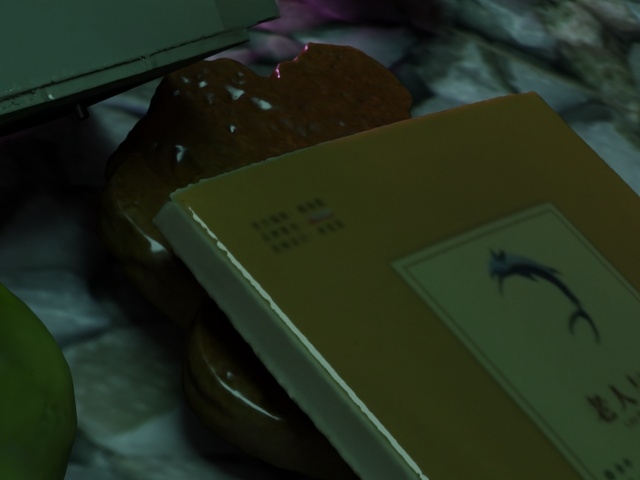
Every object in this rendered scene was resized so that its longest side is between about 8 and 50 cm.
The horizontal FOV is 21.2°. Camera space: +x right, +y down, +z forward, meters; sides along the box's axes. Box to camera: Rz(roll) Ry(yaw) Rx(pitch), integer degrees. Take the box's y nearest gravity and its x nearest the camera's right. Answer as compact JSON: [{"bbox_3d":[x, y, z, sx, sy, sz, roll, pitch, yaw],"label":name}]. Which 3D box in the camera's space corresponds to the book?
[{"bbox_3d":[0.139,0.090,0.712,0.269,0.032,0.389,-17,58,-46],"label":"book"}]

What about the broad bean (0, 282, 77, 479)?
[{"bbox_3d":[-0.195,0.088,0.514,0.238,0.119,0.291,40,41,23],"label":"broad bean"}]

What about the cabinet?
[{"bbox_3d":[-0.153,-0.113,0.725,0.206,0.145,0.150,-23,95,-45],"label":"cabinet"}]

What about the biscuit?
[{"bbox_3d":[0.000,0.000,0.788,0.208,0.041,0.290,20,37,-10],"label":"biscuit"}]
